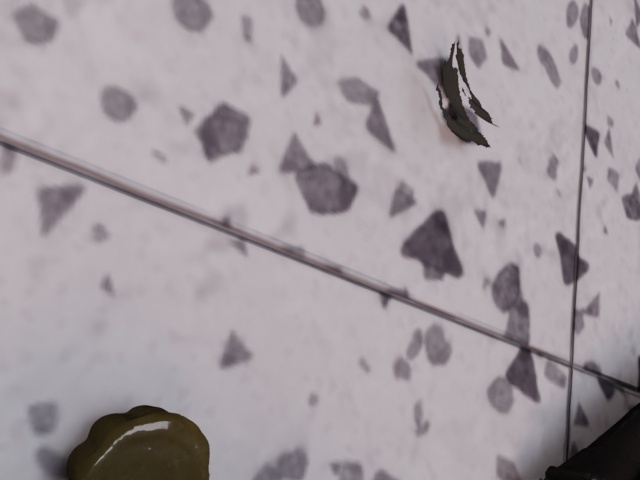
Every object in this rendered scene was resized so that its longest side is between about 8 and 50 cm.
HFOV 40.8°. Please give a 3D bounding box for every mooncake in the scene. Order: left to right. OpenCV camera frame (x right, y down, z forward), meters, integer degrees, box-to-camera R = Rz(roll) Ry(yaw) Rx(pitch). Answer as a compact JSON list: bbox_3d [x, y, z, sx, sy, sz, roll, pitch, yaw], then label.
[{"bbox_3d":[0.011,0.000,0.427,0.347,0.057,0.150,-29,114,-44],"label":"mooncake"}]

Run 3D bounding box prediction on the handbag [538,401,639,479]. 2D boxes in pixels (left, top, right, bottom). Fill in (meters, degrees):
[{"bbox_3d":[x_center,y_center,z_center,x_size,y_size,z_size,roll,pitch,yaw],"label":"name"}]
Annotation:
[{"bbox_3d":[0.237,0.223,0.580,0.223,0.080,0.246,-22,100,-35],"label":"handbag"}]
